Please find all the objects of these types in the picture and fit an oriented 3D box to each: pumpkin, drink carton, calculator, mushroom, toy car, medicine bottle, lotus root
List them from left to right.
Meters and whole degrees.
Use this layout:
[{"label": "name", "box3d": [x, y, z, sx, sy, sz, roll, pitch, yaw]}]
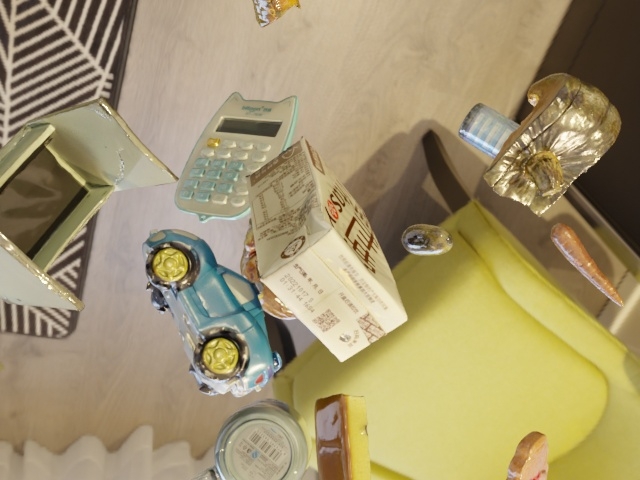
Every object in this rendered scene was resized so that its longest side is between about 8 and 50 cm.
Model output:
[{"label": "toy car", "box3d": [-0.175, 0.108, 1.162, 0.166, 0.314, 0.198, -27, 168, -22]}, {"label": "calculator", "box3d": [-0.203, -0.199, 1.731, 0.256, 0.386, 0.054, 9, 150, 27]}, {"label": "mushroom", "box3d": [-0.095, 0.049, 1.788, 0.263, 0.195, 0.283, -53, 137, -22]}, {"label": "drink carton", "box3d": [0.000, 0.000, 1.088, 0.132, 0.324, 0.194, -35, 119, 12]}, {"label": "lotus root", "box3d": [0.288, -0.001, 1.967, 0.081, 0.179, 0.089, -32, 109, -31]}, {"label": "medicine bottle", "box3d": [0.375, -0.189, 1.404, 0.203, 0.083, 0.083, 34, 119, 15]}, {"label": "pumpkin", "box3d": [0.369, -0.161, 1.105, 0.131, 0.248, 0.126, 40, 151, -22]}]

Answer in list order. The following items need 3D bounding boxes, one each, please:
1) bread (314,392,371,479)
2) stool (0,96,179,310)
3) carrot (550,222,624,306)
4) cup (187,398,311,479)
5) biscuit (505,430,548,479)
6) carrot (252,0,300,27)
[{"label": "bread", "box3d": [0.034, 0.337, 1.026, 0.049, 0.226, 0.088, 9, 159, -31]}, {"label": "stool", "box3d": [-0.391, -0.048, 1.034, 0.270, 0.243, 0.170, -1, 139, 46]}, {"label": "carrot", "box3d": [0.557, 0.053, 1.489, 0.048, 0.048, 0.216, -40, 81, 15]}, {"label": "cup", "box3d": [-0.198, 0.580, 1.911, 0.357, 0.259, 0.274, -25, 170, -5]}, {"label": "biscuit", "box3d": [0.453, 0.587, 1.612, 0.202, 0.047, 0.333, -12, 115, -46]}, {"label": "carrot", "box3d": [-0.107, -0.574, 1.420, 0.114, 0.114, 0.301, -14, 134, -3]}]
